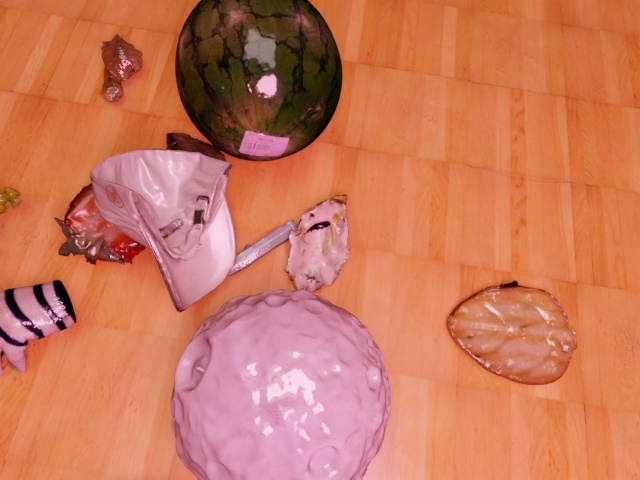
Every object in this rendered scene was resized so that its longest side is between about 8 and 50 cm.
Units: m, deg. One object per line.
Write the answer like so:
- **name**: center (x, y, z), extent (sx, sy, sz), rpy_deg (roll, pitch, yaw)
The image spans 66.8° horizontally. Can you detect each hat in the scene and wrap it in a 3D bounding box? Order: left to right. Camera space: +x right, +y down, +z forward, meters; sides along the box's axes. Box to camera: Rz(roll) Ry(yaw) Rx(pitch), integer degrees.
- **hat**: center (-0.283, -0.021, 0.901), extent (0.168, 0.258, 0.301), rpy_deg (-2, 106, 29)

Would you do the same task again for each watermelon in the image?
- **watermelon**: center (-0.123, -0.346, 0.999), extent (0.363, 0.363, 0.363), rpy_deg (1, 67, -3)

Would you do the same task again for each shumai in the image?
- **shumai**: center (-0.283, -0.177, 1.057), extent (0.123, 0.105, 0.139), rpy_deg (-15, 74, -57)

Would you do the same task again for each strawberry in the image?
- **strawberry**: center (-0.414, -0.058, 0.979), extent (0.174, 0.098, 0.228), rpy_deg (16, 65, -8)

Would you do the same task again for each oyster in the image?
- **oyster**: center (-0.009, 0.004, 1.005), extent (0.133, 0.072, 0.209), rpy_deg (2, 87, -10)

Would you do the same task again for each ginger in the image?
- **ginger**: center (-0.466, -0.400, 1.141), extent (0.096, 0.067, 0.165), rpy_deg (-3, 81, -5)

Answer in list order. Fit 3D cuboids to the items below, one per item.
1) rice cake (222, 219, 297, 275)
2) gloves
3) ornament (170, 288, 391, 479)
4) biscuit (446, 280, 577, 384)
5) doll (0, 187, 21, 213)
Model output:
- **rice cake**: center (-0.124, 0.012, 1.007), extent (0.180, 0.030, 0.042), rpy_deg (-34, 82, -16)
- **gloves**: center (-0.563, 0.156, 0.871), extent (0.219, 0.131, 0.140), rpy_deg (-23, 68, -22)
- **ornament**: center (-0.068, 0.238, 0.747), extent (0.337, 0.337, 0.337), rpy_deg (1, 67, -3)
- **biscuit**: center (0.380, 0.181, 0.969), extent (0.260, 0.041, 0.203), rpy_deg (6, 70, 0)
- **doll**: center (-0.807, -0.024, 0.942), extent (0.346, 0.099, 0.341), rpy_deg (26, 67, 10)
